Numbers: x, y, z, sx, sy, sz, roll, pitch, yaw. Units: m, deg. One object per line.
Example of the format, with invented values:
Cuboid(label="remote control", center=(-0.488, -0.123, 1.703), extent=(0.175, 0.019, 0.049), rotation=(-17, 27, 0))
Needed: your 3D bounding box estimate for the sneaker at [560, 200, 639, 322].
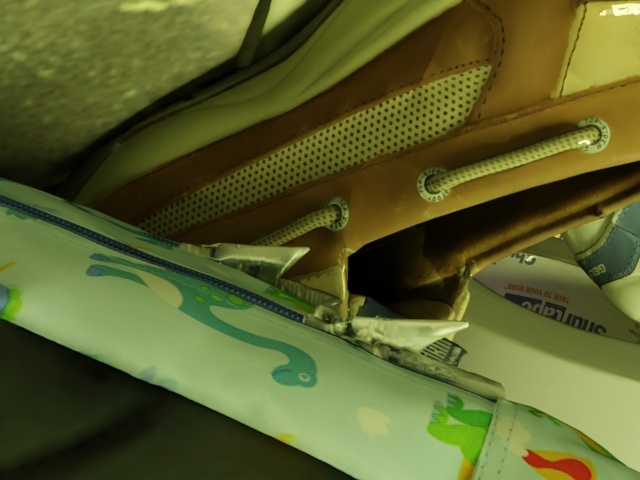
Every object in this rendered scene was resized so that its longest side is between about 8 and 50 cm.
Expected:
Cuboid(label="sneaker", center=(0.239, -0.060, 0.616), extent=(0.296, 0.131, 0.112), rotation=(-26, 158, 8))

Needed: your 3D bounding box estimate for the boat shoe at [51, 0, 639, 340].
Cuboid(label="boat shoe", center=(0.000, 0.000, 0.529), extent=(0.324, 0.120, 0.122), rotation=(-35, 156, 32))

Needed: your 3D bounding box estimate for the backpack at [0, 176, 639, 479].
Cuboid(label="backpack", center=(-0.080, 0.119, 0.426), extent=(0.355, 0.273, 0.290), rotation=(21, 109, -8))

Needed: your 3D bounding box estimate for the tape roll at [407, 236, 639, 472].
Cuboid(label="tape roll", center=(0.108, 0.057, 0.654), extent=(0.219, 0.219, 0.072), rotation=(0, 111, -47))
